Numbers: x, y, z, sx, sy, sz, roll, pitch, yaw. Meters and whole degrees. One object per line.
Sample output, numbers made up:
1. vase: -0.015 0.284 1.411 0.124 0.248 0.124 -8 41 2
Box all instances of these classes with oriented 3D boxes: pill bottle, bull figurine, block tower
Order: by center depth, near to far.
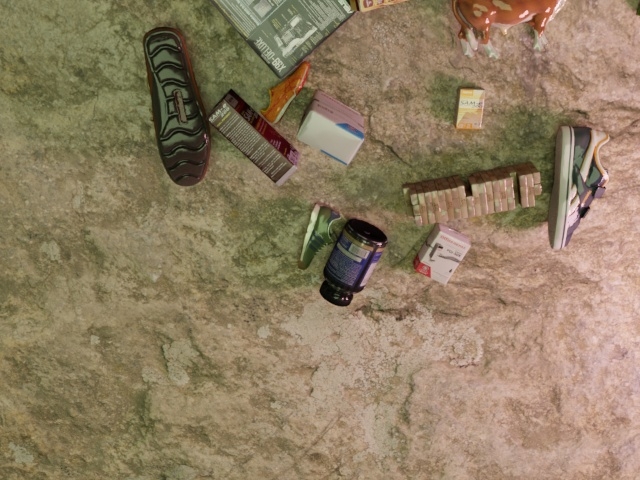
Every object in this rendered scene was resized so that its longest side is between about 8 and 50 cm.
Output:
1. bull figurine: 0.454 -0.522 1.484 0.310 0.101 0.188 -8 116 5
2. block tower: 0.384 -0.117 1.674 0.335 0.097 0.091 -10 113 7
3. pill bottle: 0.081 0.063 1.748 0.123 0.123 0.219 22 113 -8

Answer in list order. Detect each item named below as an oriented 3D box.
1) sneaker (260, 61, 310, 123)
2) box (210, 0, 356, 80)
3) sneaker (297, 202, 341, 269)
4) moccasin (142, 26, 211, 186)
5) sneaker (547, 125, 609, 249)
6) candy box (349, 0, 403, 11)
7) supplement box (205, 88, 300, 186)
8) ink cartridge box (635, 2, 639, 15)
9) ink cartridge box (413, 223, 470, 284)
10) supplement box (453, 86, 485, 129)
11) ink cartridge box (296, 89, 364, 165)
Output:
1. sneaker: -0.087 -0.366 1.594 0.067 0.064 0.175 36 109 -7
2. box: -0.102 -0.561 1.488 0.242 0.076 0.307 -39 109 15
3. sneaker: 0.000 0.000 1.752 0.086 0.064 0.192 15 111 0
4. moccasin: -0.354 -0.319 1.591 0.139 0.147 0.380 -16 110 -7
5. sneaker: 0.650 -0.125 1.644 0.127 0.126 0.321 2 113 7
6. candy box: 0.206 -0.625 1.415 0.316 0.087 0.183 -17 114 -6
7. supplement box: -0.161 -0.254 1.609 0.239 0.130 0.073 42 109 -16
8. ink cartridge box: 0.864 -0.509 1.432 0.255 0.189 0.097 10 113 -4
9. ink cartridge box: 0.326 0.036 1.764 0.099 0.056 0.135 24 113 -8
10. supplement box: 0.366 -0.326 1.611 0.062 0.036 0.098 1 114 0
11. ink cartridge box: 0.027 -0.272 1.561 0.139 0.191 0.082 27 113 -10
